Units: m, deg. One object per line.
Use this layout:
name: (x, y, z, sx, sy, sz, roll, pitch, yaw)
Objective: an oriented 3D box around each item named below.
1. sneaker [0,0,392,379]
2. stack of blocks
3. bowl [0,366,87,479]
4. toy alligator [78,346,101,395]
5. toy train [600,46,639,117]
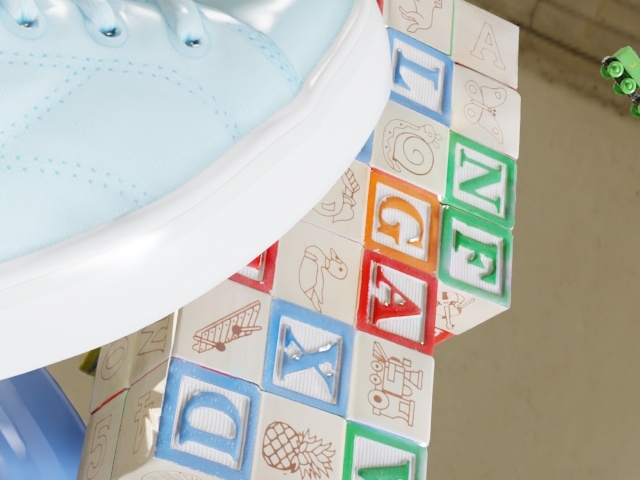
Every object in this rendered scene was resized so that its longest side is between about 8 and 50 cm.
sneaker: (-0.123, -0.046, 0.344, 0.366, 0.150, 0.135, -27, -141, -35)
stack of blocks: (0.000, 0.000, 0.652, 0.171, 0.087, 0.297, 22, -123, -24)
bowl: (-0.200, 0.217, 0.729, 0.077, 0.391, 0.391, -12, -113, -38)
toy alligator: (-0.102, 0.079, 0.717, 0.056, 0.189, 0.051, 25, -79, -13)
toy train: (0.196, -0.078, 0.795, 0.024, 0.017, 0.083, -41, -82, -5)
